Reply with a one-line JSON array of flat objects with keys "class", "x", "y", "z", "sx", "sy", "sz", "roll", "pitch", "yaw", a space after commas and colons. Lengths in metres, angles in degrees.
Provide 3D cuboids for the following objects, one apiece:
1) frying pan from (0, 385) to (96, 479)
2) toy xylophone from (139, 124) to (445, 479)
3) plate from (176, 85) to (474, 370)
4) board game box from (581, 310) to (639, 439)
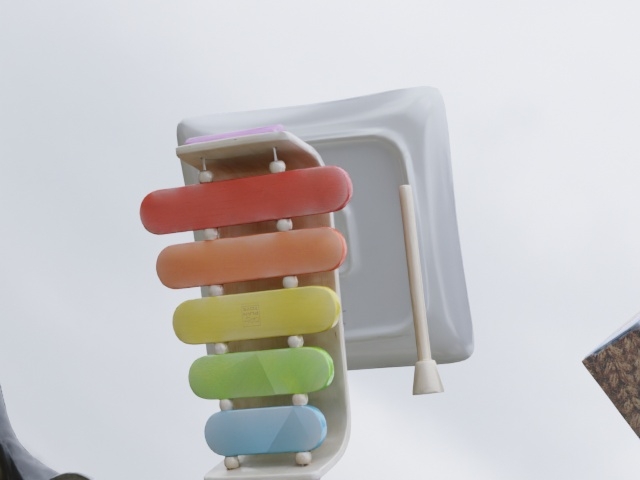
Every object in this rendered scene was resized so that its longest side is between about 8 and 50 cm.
[{"class": "frying pan", "x": -0.124, "y": 0.173, "z": 0.852, "sx": 0.053, "sy": 0.197, "sz": 0.326, "roll": 5, "pitch": 19, "yaw": -28}, {"class": "toy xylophone", "x": -0.024, "y": 0.054, "z": 1.655, "sx": 0.236, "sy": 0.322, "sz": 0.081, "roll": -15, "pitch": -7, "yaw": 24}, {"class": "plate", "x": 0.000, "y": 0.000, "z": 1.880, "sx": 0.277, "sy": 0.278, "sz": 0.045, "roll": -6, "pitch": 6, "yaw": 13}, {"class": "board game box", "x": 0.436, "y": 0.061, "z": 1.819, "sx": 0.141, "sy": 0.291, "sz": 0.232, "roll": 53, "pitch": -41, "yaw": 4}]
